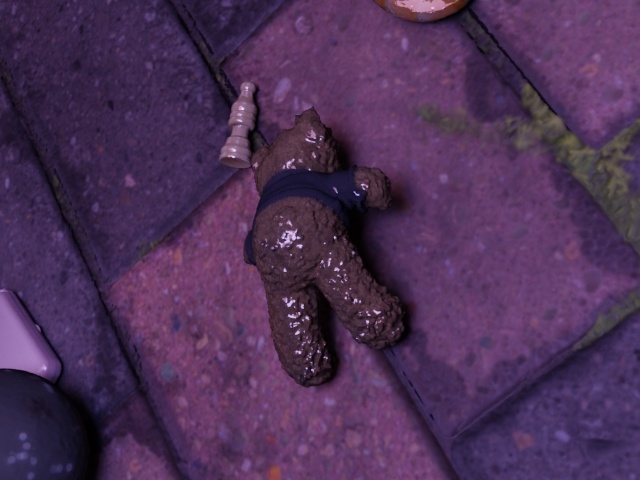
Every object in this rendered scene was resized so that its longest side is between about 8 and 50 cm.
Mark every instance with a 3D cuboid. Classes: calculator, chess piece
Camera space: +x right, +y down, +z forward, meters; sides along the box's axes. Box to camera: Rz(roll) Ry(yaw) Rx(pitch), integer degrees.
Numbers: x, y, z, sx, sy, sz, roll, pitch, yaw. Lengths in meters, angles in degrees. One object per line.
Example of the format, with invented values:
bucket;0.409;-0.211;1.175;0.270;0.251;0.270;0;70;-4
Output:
calculator;-0.363;0.134;1.208;0.100;0.032;0.175;-50;58;11
chess piece;-0.084;-0.126;1.107;0.035;0.035;0.092;0;73;32

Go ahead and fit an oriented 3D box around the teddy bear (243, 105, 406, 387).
teddy bear;-0.009;-0.003;0.968;0.181;0.129;0.251;-24;66;22

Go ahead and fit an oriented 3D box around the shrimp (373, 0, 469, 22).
shrimp;0.075;-0.311;1.045;0.133;0.053;0.236;-50;61;13

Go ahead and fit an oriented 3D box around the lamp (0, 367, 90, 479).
lamp;-0.356;0.279;1.106;0.182;0.182;0.314;42;121;33
